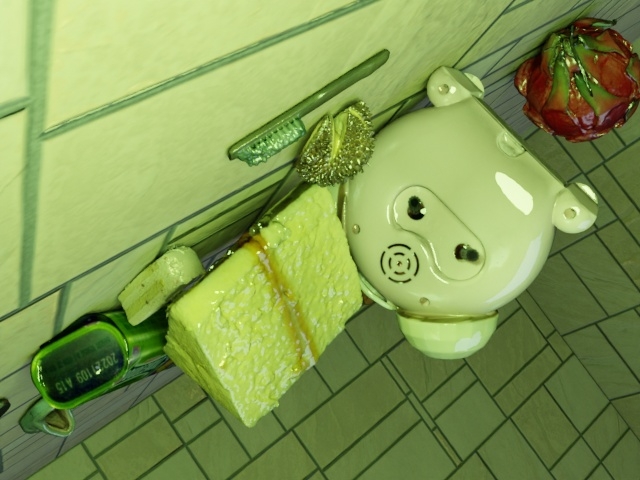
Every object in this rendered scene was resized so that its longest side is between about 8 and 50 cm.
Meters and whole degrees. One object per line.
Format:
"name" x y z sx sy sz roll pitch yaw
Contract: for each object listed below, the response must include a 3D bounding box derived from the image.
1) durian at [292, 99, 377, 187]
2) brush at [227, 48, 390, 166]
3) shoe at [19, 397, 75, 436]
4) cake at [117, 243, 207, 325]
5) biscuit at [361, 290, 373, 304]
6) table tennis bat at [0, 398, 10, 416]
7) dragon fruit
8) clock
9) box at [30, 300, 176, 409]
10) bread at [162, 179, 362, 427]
"durian" 0.016 -0.098 0.832 0.110 0.071 0.140 -30 177 -40
"brush" -0.005 -0.125 0.693 0.190 0.028 0.034 -35 176 -13
"shoe" -0.483 0.325 1.292 0.079 0.078 0.195 -32 169 -38
"cake" -0.206 0.058 0.886 0.121 0.052 0.065 -36 179 11
"biscuit" 0.103 -0.025 1.445 0.049 0.206 0.324 4 147 -5
"table tennis bat" -0.488 0.256 0.996 0.130 0.019 0.220 -32 175 -40
"dragon fruit" 0.464 -0.299 1.324 0.233 0.234 0.293 -39 143 28
"clock" 0.173 -0.030 1.018 0.326 0.342 0.184 -47 164 26
"box" -0.274 0.157 1.047 0.134 0.097 0.345 -39 174 4
"bread" -0.097 0.051 0.943 0.263 0.198 0.236 -45 144 -26
